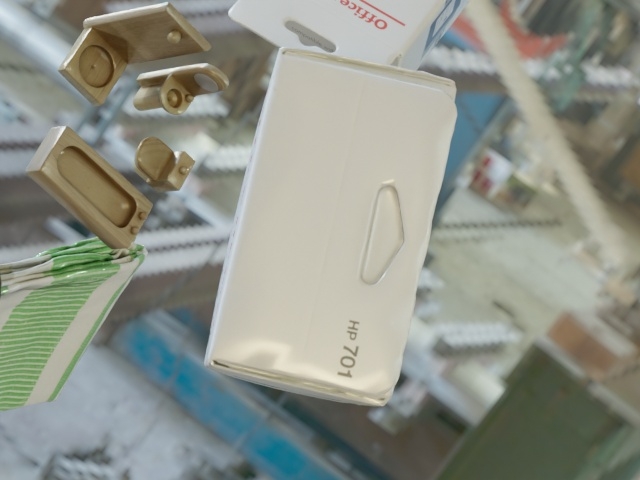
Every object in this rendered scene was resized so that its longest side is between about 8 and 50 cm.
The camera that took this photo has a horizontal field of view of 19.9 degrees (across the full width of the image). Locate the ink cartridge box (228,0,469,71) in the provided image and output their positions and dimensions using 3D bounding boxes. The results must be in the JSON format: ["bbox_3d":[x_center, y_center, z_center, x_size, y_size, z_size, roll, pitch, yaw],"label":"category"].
[{"bbox_3d":[0.029,-0.157,1.131,0.104,0.180,0.060,32,-29,11],"label":"ink cartridge box"}]

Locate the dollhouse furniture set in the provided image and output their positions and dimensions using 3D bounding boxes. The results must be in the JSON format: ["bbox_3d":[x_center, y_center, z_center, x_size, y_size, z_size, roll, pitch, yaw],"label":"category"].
[{"bbox_3d":[-0.156,-0.096,1.580,0.123,0.151,0.144,-3,-39,48],"label":"dollhouse furniture set"}]

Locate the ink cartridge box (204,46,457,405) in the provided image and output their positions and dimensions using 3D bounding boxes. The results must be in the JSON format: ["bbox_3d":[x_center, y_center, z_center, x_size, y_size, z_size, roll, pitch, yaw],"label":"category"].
[{"bbox_3d":[0.000,0.000,0.832,0.082,0.139,0.190,13,-5,-1],"label":"ink cartridge box"}]

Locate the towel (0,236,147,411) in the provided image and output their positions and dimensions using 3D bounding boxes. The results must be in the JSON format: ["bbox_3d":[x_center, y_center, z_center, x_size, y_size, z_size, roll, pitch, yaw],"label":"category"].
[{"bbox_3d":[-0.324,0.106,1.658,0.325,0.248,0.038,-16,60,-47],"label":"towel"}]
